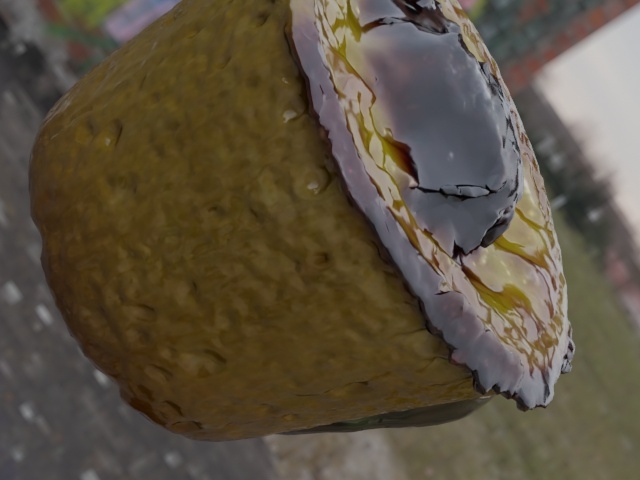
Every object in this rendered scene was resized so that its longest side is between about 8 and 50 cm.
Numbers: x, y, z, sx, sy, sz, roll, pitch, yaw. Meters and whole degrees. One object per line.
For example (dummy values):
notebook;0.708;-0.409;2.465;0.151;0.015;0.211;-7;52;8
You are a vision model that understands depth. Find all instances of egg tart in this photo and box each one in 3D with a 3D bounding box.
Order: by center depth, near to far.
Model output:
egg tart;-0.001;-0.017;0.775;0.215;0.171;0.215;47;30;-37

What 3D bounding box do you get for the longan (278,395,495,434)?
longan;0.000;0.000;1.063;0.246;0.246;0.215;58;-21;31
